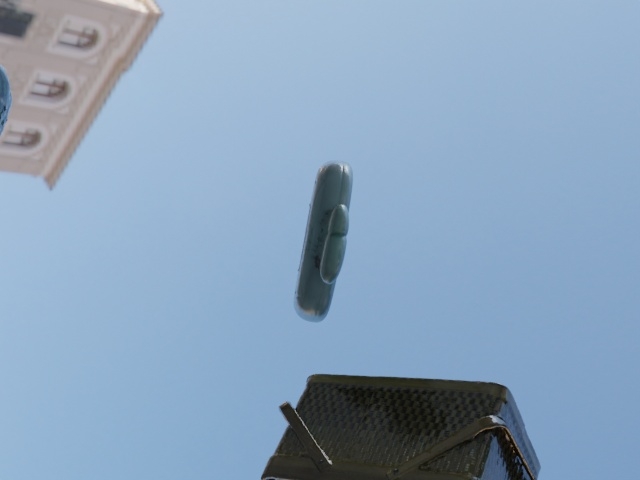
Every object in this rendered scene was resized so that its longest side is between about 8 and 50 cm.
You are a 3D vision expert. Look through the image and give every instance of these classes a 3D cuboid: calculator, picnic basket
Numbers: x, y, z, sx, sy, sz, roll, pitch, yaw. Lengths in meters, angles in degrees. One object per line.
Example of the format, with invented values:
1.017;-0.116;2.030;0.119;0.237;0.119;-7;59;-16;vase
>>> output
0.000;0.000;1.148;0.295;0.042;0.184;-177;-83;-86;calculator
0.084;0.242;1.051;0.266;0.165;0.139;-1;-137;30;picnic basket

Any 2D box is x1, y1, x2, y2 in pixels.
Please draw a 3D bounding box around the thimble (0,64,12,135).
-0.272;-0.087;0.645;0.118;0.135;0.090;-16;-129;41;thimble
